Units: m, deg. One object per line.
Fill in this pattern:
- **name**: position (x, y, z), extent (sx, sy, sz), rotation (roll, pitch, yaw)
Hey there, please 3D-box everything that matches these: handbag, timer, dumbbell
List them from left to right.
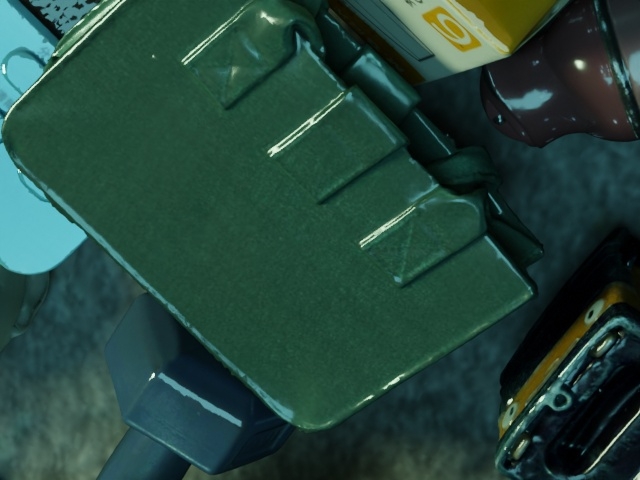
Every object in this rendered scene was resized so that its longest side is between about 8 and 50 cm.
- **timer**: position (-0.200, -0.131, 1.060), extent (0.232, 0.091, 0.250), rotation (44, 107, -8)
- **dumbbell**: position (-0.145, 0.191, 1.155), extent (0.144, 0.160, 0.325), rotation (17, 120, -30)
- **handbag**: position (-0.031, -0.040, 0.981), extent (0.238, 0.089, 0.326), rotation (-34, 107, 33)

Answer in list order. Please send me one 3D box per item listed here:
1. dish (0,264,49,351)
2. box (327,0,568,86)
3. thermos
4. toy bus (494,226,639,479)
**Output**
- **dish**: position (-0.329, 0.045, 1.126), extent (0.224, 0.078, 0.246), rotation (13, 98, -8)
- **box**: position (0.020, -0.220, 0.906), extent (0.274, 0.221, 0.091), rotation (42, 84, -7)
- **thermos**: position (0.268, -0.137, 0.969), extent (0.330, 0.136, 0.109), rotation (-17, 81, 17)
- **toy bus**: position (0.292, 0.147, 1.028), extent (0.323, 0.194, 0.162), rotation (31, 115, -7)
